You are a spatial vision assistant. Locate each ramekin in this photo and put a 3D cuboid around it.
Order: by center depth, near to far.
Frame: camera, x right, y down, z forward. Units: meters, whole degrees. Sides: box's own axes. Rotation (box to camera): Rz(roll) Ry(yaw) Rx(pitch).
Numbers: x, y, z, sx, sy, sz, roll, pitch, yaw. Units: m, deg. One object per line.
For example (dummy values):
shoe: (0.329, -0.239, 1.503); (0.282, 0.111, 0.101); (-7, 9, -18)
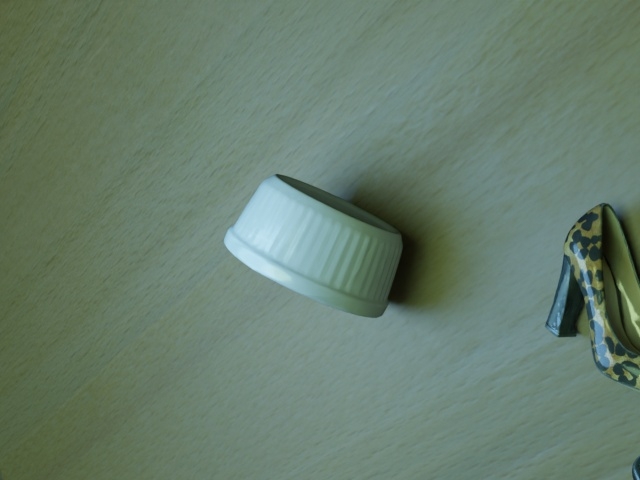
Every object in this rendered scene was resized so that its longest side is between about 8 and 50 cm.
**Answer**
ramekin: (0.000, 0.000, 1.396); (0.273, 0.273, 0.127); (31, 99, 40)

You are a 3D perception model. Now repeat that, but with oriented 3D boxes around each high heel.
high heel: (0.389, 0.076, 1.121); (0.261, 0.093, 0.186); (35, 120, 48)

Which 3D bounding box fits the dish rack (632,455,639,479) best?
dish rack: (0.448, 0.246, 0.884); (0.271, 0.074, 0.208); (-28, 34, 14)
